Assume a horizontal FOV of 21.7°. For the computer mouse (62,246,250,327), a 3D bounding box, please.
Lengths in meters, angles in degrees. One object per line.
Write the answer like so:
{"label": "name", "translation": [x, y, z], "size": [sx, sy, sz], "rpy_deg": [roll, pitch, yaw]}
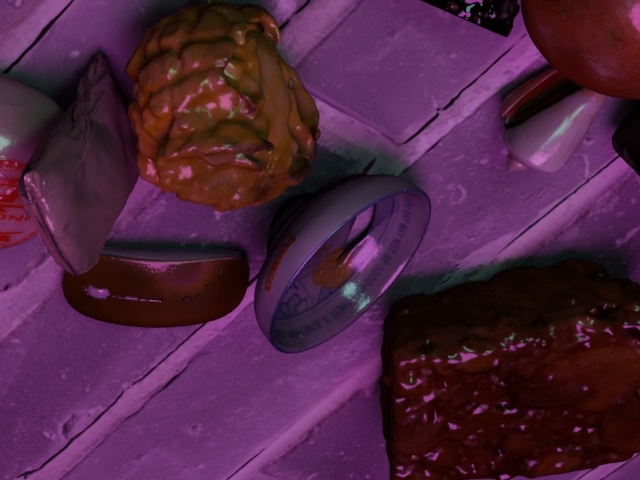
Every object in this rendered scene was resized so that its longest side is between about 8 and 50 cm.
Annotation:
{"label": "computer mouse", "translation": [-0.214, 0.058, 2.187], "size": [0.245, 0.056, 0.126], "rpy_deg": [3, 134, -13]}

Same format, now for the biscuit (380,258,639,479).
{"label": "biscuit", "translation": [0.272, 0.190, 2.347], "size": [0.395, 0.166, 0.343], "rpy_deg": [-8, 135, -7]}

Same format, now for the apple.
{"label": "apple", "translation": [0.327, -0.273, 1.816], "size": [0.253, 0.253, 0.253], "rpy_deg": [-6, 136, -6]}

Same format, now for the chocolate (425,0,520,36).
{"label": "chocolate", "translation": [0.174, -0.311, 1.864], "size": [0.156, 0.156, 0.133], "rpy_deg": [21, 100, -30]}

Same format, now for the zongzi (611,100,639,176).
{"label": "zongzi", "translation": [0.535, -0.127, 1.894], "size": [0.207, 0.432, 0.403], "rpy_deg": [0, 133, -20]}

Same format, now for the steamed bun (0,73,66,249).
{"label": "steamed bun", "translation": [-0.391, -0.076, 1.942], "size": [0.231, 0.145, 0.232], "rpy_deg": [-6, 136, -6]}

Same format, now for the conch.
{"label": "conch", "translation": [0.286, -0.153, 2.054], "size": [0.094, 0.104, 0.176], "rpy_deg": [-5, 140, -50]}

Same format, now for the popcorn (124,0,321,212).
{"label": "popcorn", "translation": [-0.116, -0.147, 1.883], "size": [0.190, 0.250, 0.250], "rpy_deg": [2, 149, 39]}

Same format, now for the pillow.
{"label": "pillow", "translation": [-0.263, -0.088, 1.892], "size": [0.067, 0.270, 0.173], "rpy_deg": [-3, 129, 19]}

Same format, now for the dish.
{"label": "dish", "translation": [0.000, 0.000, 2.124], "size": [0.273, 0.134, 0.273], "rpy_deg": [-36, 156, -19]}
